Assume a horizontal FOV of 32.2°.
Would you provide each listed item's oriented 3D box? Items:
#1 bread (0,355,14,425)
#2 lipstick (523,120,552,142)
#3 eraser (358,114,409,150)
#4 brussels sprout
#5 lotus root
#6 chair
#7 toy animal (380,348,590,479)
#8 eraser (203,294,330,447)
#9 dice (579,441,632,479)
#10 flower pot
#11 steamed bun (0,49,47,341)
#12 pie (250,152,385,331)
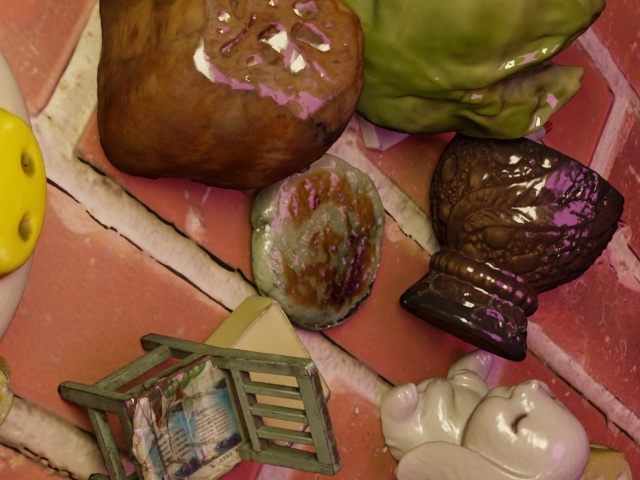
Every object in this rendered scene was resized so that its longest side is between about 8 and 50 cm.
[{"bbox_3d":[-0.370,0.154,1.069,0.156,0.064,0.117,-26,116,-42],"label":"bread"},{"bbox_3d":[0.333,-0.165,1.764,0.129,0.030,0.030,-30,113,-39],"label":"lipstick"},{"bbox_3d":[0.099,-0.169,1.534,0.105,0.026,0.065,-31,117,-39],"label":"eraser"},{"bbox_3d":[0.147,-0.319,1.365,0.361,0.342,0.425,-14,141,-5],"label":"brussels sprout"},{"bbox_3d":[-0.073,-0.207,1.161,0.316,0.250,0.316,2,86,-22],"label":"lotus root"},{"bbox_3d":[-0.133,0.197,1.163,0.147,0.270,0.136,-30,115,-40],"label":"chair"},{"bbox_3d":[0.252,0.279,1.559,0.271,0.265,0.206,-16,107,-45],"label":"toy animal"},{"bbox_3d":[-0.068,0.167,1.373,0.117,0.058,0.172,-49,125,-30],"label":"eraser"},{"bbox_3d":[0.383,0.403,1.763,0.169,0.169,0.166,8,87,-45],"label":"dice"},{"bbox_3d":[0.251,0.013,1.553,0.266,0.266,0.267,30,84,-42],"label":"flower pot"},{"bbox_3d":[-0.386,-0.034,0.868,0.334,0.334,0.374,-2,90,-45],"label":"steamed bun"},{"bbox_3d":[0.000,0.000,1.432,0.240,0.054,0.240,-7,101,-43],"label":"pie"}]
